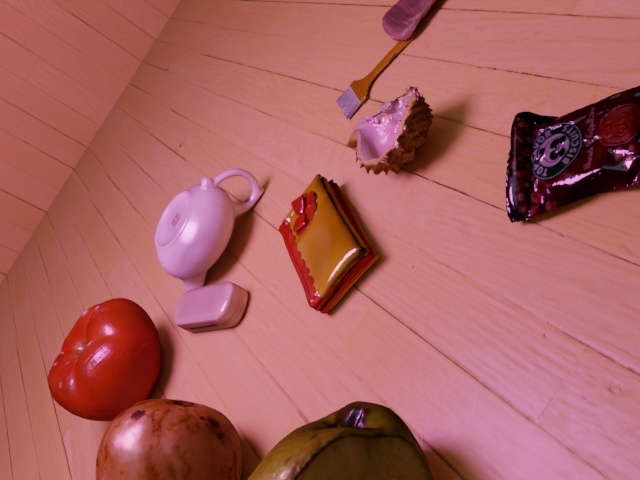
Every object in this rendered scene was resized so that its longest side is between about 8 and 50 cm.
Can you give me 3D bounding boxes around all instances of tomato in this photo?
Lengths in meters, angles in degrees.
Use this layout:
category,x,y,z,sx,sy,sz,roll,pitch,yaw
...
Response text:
category,x,y,z,sx,sy,sz,roll,pitch,yaw
tomato,-0.421,0.243,1.444,0.260,0.180,0.259,-31,41,32

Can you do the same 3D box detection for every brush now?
category,x,y,z,sx,sy,sz,roll,pitch,yaw
brush,0.109,-0.323,1.364,0.205,0.011,0.083,-46,33,17

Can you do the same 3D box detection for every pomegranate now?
category,x,y,z,sx,sy,sz,roll,pitch,yaw
pomegranate,-0.226,0.345,1.075,0.215,0.215,0.215,-34,39,33

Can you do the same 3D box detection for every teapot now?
category,x,y,z,sx,sy,sz,roll,pitch,yaw
teapot,-0.242,-0.024,1.472,0.298,0.139,0.204,-54,30,11

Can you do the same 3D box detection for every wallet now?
category,x,y,z,sx,sy,sz,roll,pitch,yaw
wallet,0.000,0.000,1.185,0.141,0.067,0.241,-50,33,17

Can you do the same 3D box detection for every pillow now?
category,x,y,z,sx,sy,sz,roll,pitch,yaw
pillow,0.198,-0.466,1.340,0.211,0.034,0.135,-46,35,17

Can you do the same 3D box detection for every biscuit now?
category,x,y,z,sx,sy,sz,roll,pitch,yaw
biscuit,0.319,-0.113,0.846,0.235,0.063,0.151,-17,50,50

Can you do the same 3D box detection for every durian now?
category,x,y,z,sx,sy,sz,roll,pitch,yaw
durian,0.113,-0.165,1.170,0.224,0.078,0.140,4,78,66

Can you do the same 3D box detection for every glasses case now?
category,x,y,z,sx,sy,sz,roll,pitch,yaw
glasses case,-0.214,0.129,1.379,0.196,0.050,0.083,-13,55,49

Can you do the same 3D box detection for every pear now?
category,x,y,z,sx,sy,sz,roll,pitch,yaw
pear,-0.004,0.292,0.777,0.164,0.238,0.255,-17,52,55
